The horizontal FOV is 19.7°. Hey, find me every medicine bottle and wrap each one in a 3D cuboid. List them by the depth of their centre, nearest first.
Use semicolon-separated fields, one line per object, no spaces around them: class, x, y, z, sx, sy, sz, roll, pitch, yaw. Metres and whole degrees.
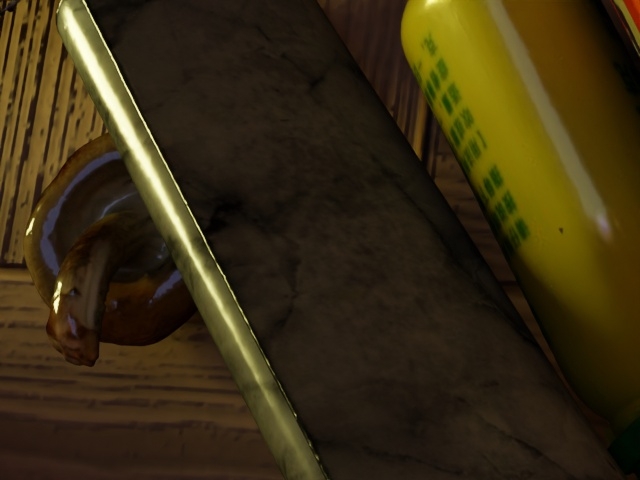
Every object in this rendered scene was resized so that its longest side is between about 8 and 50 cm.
medicine bottle;0.118;0.030;0.661;0.076;0.111;0.309;-26;76;7

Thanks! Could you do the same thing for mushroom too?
mushroom;-0.085;0.013;0.752;0.088;0.073;0.129;9;43;9

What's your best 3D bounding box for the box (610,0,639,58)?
box;0.204;-0.208;0.578;0.318;0.257;0.349;-27;80;11

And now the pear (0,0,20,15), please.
pear;-0.161;-0.234;0.783;0.267;0.178;0.267;-13;49;15

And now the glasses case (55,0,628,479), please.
glasses case;0.000;0.000;0.688;0.114;0.060;0.299;-8;48;-27
